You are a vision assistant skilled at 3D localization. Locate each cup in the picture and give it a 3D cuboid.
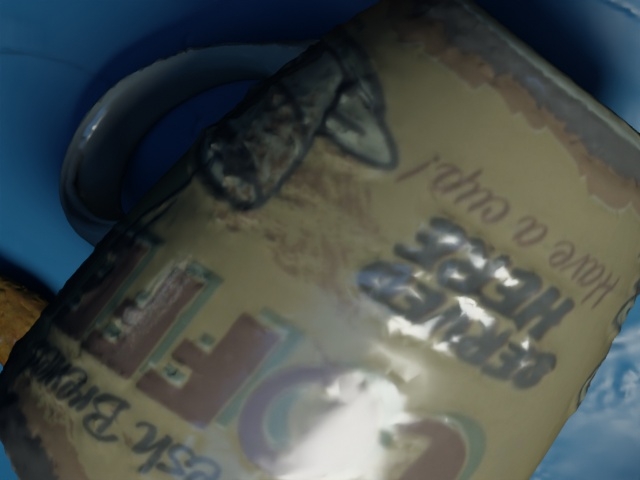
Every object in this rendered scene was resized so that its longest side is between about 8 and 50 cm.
[{"bbox_3d":[0.000,0.000,0.510,0.257,0.227,0.301,-51,58,12],"label":"cup"}]

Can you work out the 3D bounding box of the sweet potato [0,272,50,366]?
[{"bbox_3d":[-0.109,0.122,0.632,0.314,0.072,0.066,40,129,-1],"label":"sweet potato"}]
